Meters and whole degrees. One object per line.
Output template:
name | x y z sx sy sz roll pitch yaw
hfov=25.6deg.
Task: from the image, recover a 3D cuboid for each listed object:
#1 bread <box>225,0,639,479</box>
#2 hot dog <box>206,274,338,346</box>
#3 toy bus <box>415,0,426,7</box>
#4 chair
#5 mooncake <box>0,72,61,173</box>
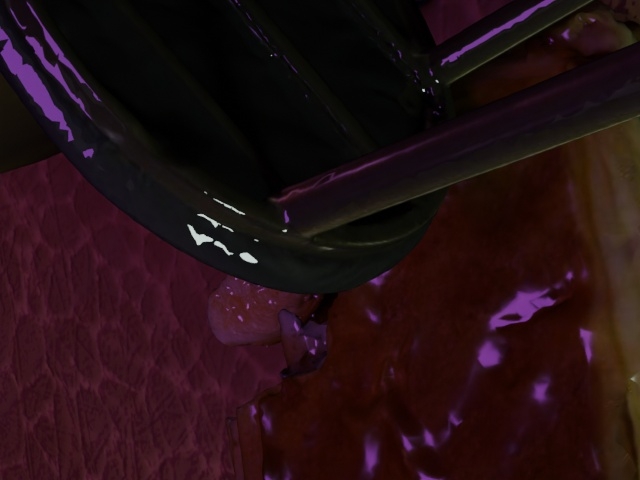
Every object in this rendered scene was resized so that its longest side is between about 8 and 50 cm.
bread | 0.104 0.075 0.846 0.314 0.191 0.370 -21 66 41
hot dog | 0.000 0.000 1.007 0.073 0.084 0.242 48 129 20
toy bus | -0.031 -0.162 0.936 0.133 0.164 0.276 48 130 23
chair | 0.066 -0.205 0.581 0.364 0.362 0.410 48 125 -7
mooncake | -0.231 -0.181 1.039 0.155 0.284 0.284 53 131 18
